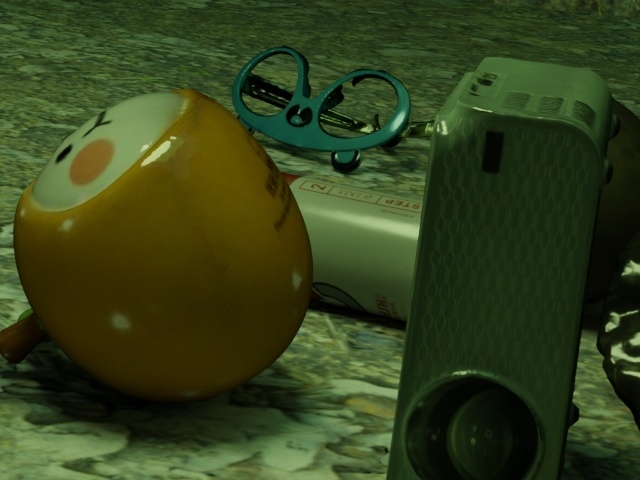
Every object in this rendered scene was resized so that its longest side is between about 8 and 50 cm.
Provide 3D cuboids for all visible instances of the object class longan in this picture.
[{"bbox_3d":[0.190,-0.036,1.587,0.198,0.198,0.212,5,30,-3],"label":"longan"}]

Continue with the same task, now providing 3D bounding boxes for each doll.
[{"bbox_3d":[-0.124,0.023,1.286,0.236,0.213,0.213,-35,6,15],"label":"doll"}]

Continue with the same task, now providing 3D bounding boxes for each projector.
[{"bbox_3d":[0.115,0.029,1.178,0.108,0.250,0.198,9,14,8],"label":"projector"}]

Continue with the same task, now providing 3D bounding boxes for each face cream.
[{"bbox_3d":[0.000,0.000,1.537,0.214,0.096,0.096,12,16,22],"label":"face cream"}]

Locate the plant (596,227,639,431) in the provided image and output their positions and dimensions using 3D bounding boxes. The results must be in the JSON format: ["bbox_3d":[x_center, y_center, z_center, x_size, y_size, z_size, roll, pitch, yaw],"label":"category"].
[{"bbox_3d":[0.294,0.087,1.094,0.276,0.199,0.188,35,-42,-30],"label":"plant"}]

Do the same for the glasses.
[{"bbox_3d":[0.035,-0.149,2.092,0.239,0.102,0.207,17,19,37],"label":"glasses"}]
